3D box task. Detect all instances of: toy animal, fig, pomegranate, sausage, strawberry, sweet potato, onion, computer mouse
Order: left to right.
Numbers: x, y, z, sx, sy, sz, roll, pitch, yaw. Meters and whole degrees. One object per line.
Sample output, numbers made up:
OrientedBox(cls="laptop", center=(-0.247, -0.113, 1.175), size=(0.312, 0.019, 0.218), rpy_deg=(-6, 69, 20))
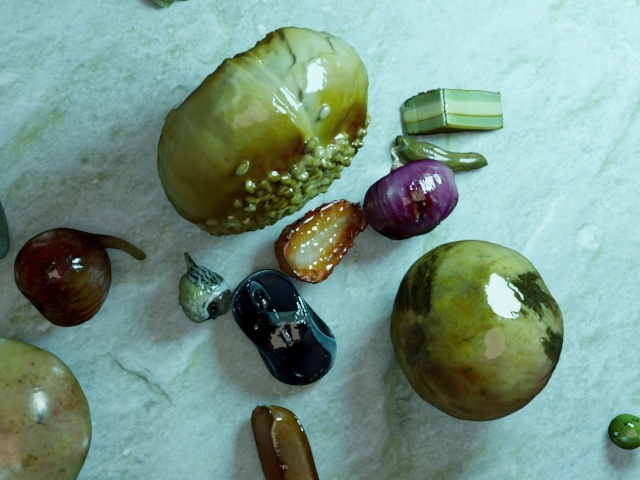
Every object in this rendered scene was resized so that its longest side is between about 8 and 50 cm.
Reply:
OrientedBox(cls="pomegranate", center=(-0.555, 0.329, 1.705), size=(0.338, 0.338, 0.338), rpy_deg=(0, 90, -5))
OrientedBox(cls="fig", center=(-0.434, 0.040, 1.804), size=(0.175, 0.175, 0.207), rpy_deg=(44, 72, -4))
OrientedBox(cls="toy animal", center=(-0.209, 0.082, 1.852), size=(0.098, 0.098, 0.137), rpy_deg=(-2, 69, -5))
OrientedBox(cls="computer mouse", center=(-0.067, 0.164, 1.858), size=(0.137, 0.096, 0.233), rpy_deg=(-38, 95, -3))
OrientedBox(cls="sausage", center=(-0.047, 0.453, 1.863), size=(0.102, 0.102, 0.330), rpy_deg=(-16, 92, -5))
OrientedBox(cls="strawberry", center=(0.000, 0.000, 1.877), size=(0.188, 0.082, 0.121), rpy_deg=(-37, 100, -17))
OrientedBox(cls="onion", center=(0.162, -0.077, 1.837), size=(0.153, 0.177, 0.177), rpy_deg=(41, 87, 18))
OrientedBox(cls="sweet potato", center=(0.226, -0.152, 1.903), size=(0.182, 0.054, 0.053), rpy_deg=(12, 98, -7))
OrientedBox(cls="pomegranate", center=(0.270, 0.155, 1.784), size=(0.322, 0.322, 0.322), rpy_deg=(0, 90, -5))
OrientedBox(cls="pomegranate", center=(0.584, 0.363, 1.937), size=(0.073, 0.084, 0.073), rpy_deg=(-4, 81, 22))

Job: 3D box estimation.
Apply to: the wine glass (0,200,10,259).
OrientedBox(cls="wine glass", center=(-0.771, -0.027, 1.726), size=(0.406, 0.267, 0.267), rpy_deg=(-20, 92, -1))

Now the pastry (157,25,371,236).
OrientedBox(cls="pastry", center=(-0.085, -0.171, 1.723), size=(0.410, 0.409, 0.245), rpy_deg=(-38, 83, -4))

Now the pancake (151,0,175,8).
OrientedBox(cls="pancake", center=(-0.278, -0.493, 1.872), size=(0.116, 0.022, 0.129), rpy_deg=(34, 83, -5))

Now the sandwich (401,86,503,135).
OrientedBox(cls="sandwich", center=(0.250, -0.241, 1.922), size=(0.163, 0.113, 0.079), rpy_deg=(-5, 90, -40))
